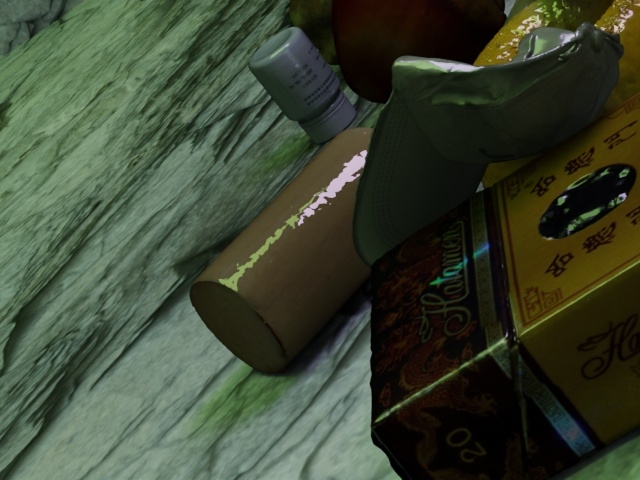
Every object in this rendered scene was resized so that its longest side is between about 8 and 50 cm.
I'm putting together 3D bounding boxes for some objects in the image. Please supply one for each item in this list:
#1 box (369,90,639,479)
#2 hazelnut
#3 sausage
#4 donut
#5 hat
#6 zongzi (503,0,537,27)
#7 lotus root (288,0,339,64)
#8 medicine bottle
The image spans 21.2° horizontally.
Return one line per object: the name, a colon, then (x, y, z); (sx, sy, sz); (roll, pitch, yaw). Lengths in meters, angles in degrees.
box: (0.227, 0.007, 1.222); (0.415, 0.116, 0.264); (-32, 21, 17)
hazelnut: (0.102, -0.239, 1.903); (0.208, 0.208, 0.208); (-34, 20, 14)
sausage: (0.000, 0.000, 1.636); (0.253, 0.123, 0.123); (-46, 21, -22)
donut: (0.240, -0.156, 1.568); (0.277, 0.108, 0.277); (-34, 19, 14)
hat: (0.146, -0.070, 1.377); (0.149, 0.244, 0.214); (21, 27, 35)
zongzi: (0.304, -0.322, 1.832); (0.274, 0.125, 0.251); (-41, 10, 37)
lotus root: (0.076, -0.319, 2.160); (0.275, 0.152, 0.160); (-15, 21, 46)
medicine bottle: (-0.020, -0.186, 2.065); (0.080, 0.130, 0.080); (-33, 21, 15)
